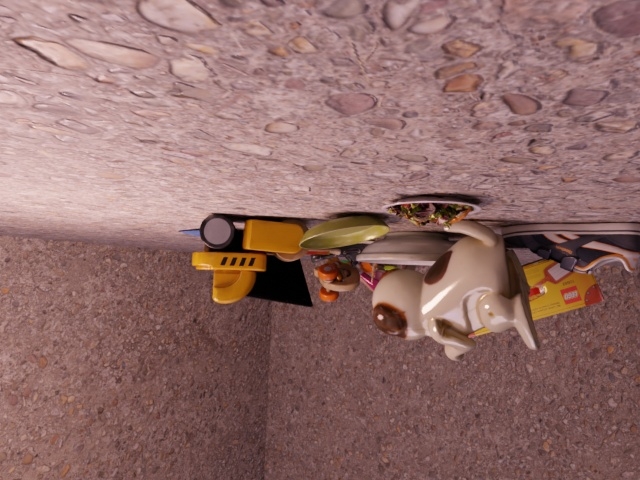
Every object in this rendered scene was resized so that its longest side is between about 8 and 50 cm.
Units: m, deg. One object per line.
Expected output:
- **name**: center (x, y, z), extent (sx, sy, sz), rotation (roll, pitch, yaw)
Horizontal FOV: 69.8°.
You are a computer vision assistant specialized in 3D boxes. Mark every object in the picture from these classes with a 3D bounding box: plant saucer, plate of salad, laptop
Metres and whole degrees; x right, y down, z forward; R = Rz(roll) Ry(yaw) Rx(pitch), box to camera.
- **plant saucer**: center (0.060, -0.023, 1.196), extent (0.240, 0.037, 0.241), rotation (-9, 170, -2)
- **plate of salad**: center (0.222, -0.053, 0.927), extent (0.199, 0.048, 0.200), rotation (2, 176, 0)
- **plant saucer**: center (0.323, 0.029, 1.560), extent (0.399, 0.101, 0.400), rotation (3, 175, 0)
- **laptop**: center (-0.284, 0.101, 1.719), extent (0.381, 0.408, 0.236), rotation (16, 134, -42)

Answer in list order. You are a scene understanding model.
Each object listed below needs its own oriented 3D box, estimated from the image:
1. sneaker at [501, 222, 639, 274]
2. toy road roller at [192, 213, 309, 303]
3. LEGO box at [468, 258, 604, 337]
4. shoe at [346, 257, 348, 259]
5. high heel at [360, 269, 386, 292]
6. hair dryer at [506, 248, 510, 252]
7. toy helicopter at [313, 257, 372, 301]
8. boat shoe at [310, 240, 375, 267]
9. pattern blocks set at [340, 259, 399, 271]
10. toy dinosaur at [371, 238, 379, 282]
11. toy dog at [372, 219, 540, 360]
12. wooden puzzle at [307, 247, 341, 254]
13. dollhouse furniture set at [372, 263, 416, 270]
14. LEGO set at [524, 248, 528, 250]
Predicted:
- **sneaker**: center (0.630, 0.020, 1.176), extent (0.320, 0.128, 0.126), rotation (1, 176, 34)
- **toy road roller**: center (-0.197, 0.060, 1.314), extent (0.328, 0.241, 0.202), rotation (3, 176, -7)
- **LEGO box**: center (0.784, 0.202, 1.794), extent (0.499, 0.193, 0.372), rotation (-23, 169, 25)
- **shoe**: center (0.189, 0.056, 2.088), extent (0.058, 0.077, 0.219), rotation (11, 169, -34)
- **high heel**: center (0.177, 0.185, 2.099), extent (0.243, 0.117, 0.082), rotation (9, 167, 8)
- **hair dryer**: center (0.698, 0.046, 1.933), extent (0.223, 0.080, 0.293), rotation (17, 174, 18)
- **toy helicopter**: center (0.080, 0.107, 2.009), extent (0.234, 0.140, 0.355), rotation (-10, -150, -10)
- **boat shoe**: center (0.119, 0.054, 1.865), extent (0.339, 0.113, 0.127), rotation (3, 175, -5)
- **pattern blocks set**: center (0.244, 0.136, 2.180), extent (0.324, 0.026, 0.285), rotation (17, 167, -38)
- **toy dinosaur**: center (0.239, 0.053, 1.761), extent (0.211, 0.112, 0.064), rotation (-35, 168, -26)
- **toy dog**: center (0.340, 0.161, 1.271), extent (0.407, 0.285, 0.395), rotation (-21, 127, 28)
- **wooden puzzle**: center (-0.073, 0.020, 1.713), extent (0.220, 0.045, 0.238), rotation (15, -177, 38)
- **dollhouse furniture set**: center (0.359, 0.090, 2.352), extent (0.258, 0.135, 0.262), rotation (14, 174, -5)
- **LEGO set**: center (0.743, 0.007, 1.375), extent (0.182, 0.060, 0.244), rotation (6, 176, -2)
